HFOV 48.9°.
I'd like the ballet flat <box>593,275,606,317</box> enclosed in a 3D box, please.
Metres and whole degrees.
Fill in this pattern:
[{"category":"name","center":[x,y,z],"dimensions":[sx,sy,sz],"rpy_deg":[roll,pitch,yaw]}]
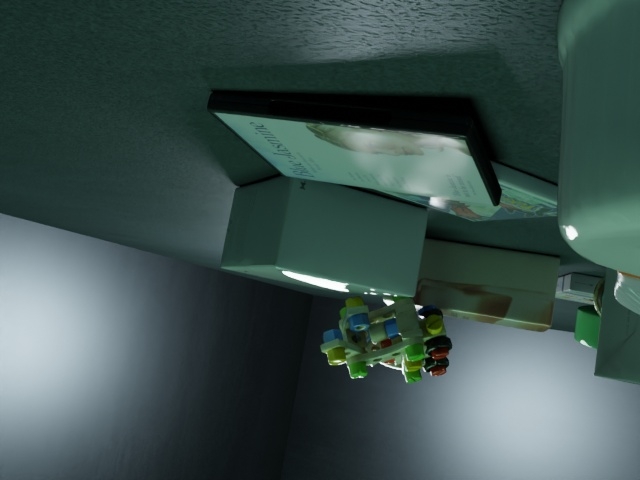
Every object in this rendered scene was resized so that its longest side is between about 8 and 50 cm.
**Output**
[{"category":"ballet flat","center":[0.626,0.126,1.286],"dimensions":[0.349,0.123,0.123],"rpy_deg":[12,172,-14]}]

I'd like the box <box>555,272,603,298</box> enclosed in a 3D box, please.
[{"category":"box","center":[0.561,0.104,1.453],"dimensions":[0.145,0.038,0.186],"rpy_deg":[10,174,4]}]

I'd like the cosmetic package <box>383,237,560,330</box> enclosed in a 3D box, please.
[{"category":"cosmetic package","center":[0.276,0.081,1.305],"dimensions":[0.296,0.129,0.153],"rpy_deg":[9,172,14]}]

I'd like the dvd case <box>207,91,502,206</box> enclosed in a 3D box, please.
[{"category":"dvd case","center":[0.038,-0.087,0.685],"dimensions":[0.253,0.022,0.180],"rpy_deg":[11,169,24]}]

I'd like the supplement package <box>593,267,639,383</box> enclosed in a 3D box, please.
[{"category":"supplement package","center":[0.555,0.133,1.072],"dimensions":[0.203,0.194,0.149],"rpy_deg":[13,173,-23]}]

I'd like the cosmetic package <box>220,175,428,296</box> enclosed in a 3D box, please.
[{"category":"cosmetic package","center":[0.000,0.000,1.055],"dimensions":[0.224,0.138,0.225],"rpy_deg":[14,171,-25]}]

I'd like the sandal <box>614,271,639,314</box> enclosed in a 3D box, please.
[{"category":"sandal","center":[0.430,0.027,0.892],"dimensions":[0.102,0.076,0.265],"rpy_deg":[30,168,23]}]

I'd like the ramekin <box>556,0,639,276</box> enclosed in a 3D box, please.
[{"category":"ramekin","center":[0.255,-0.048,0.353],"dimensions":[0.277,0.135,0.277],"rpy_deg":[11,173,1]}]

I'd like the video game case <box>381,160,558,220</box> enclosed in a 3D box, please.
[{"category":"video game case","center":[0.171,-0.058,0.818],"dimensions":[0.201,0.023,0.183],"rpy_deg":[14,172,-30]}]

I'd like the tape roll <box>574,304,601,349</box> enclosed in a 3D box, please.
[{"category":"tape roll","center":[0.753,0.212,1.608],"dimensions":[0.321,0.077,0.321],"rpy_deg":[6,-176,0]}]

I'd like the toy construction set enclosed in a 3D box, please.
[{"category":"toy construction set","center":[0.115,0.184,1.248],"dimensions":[0.215,0.151,0.327],"rpy_deg":[-13,167,0]}]
